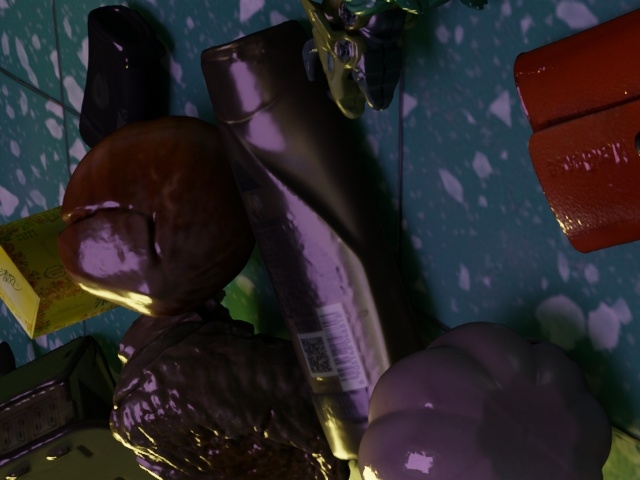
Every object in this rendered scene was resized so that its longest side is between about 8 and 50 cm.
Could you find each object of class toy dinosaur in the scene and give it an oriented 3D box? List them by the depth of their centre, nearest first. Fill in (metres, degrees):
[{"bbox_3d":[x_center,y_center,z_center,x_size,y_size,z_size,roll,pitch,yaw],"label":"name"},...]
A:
[{"bbox_3d":[0.026,-0.221,1.135,0.153,0.094,0.259,-12,91,52],"label":"toy dinosaur"}]

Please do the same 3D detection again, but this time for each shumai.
[{"bbox_3d":[-0.074,0.120,1.440,0.184,0.218,0.185,101,171,-46],"label":"shumai"}]

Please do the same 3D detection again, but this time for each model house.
[{"bbox_3d":[-0.288,0.181,1.763,0.205,0.218,0.279,54,-164,-45],"label":"model house"}]

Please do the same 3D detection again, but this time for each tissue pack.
[{"bbox_3d":[-0.215,0.014,1.511,0.095,0.176,0.062,49,141,27],"label":"tissue pack"}]

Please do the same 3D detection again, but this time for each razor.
[{"bbox_3d":[-0.183,-0.141,1.485,0.090,0.054,0.148,41,137,33],"label":"razor"}]

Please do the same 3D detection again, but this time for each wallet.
[{"bbox_3d":[0.209,-0.073,1.001,0.204,0.045,0.142,-16,96,56],"label":"wallet"}]

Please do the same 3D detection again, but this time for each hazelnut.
[{"bbox_3d":[-0.134,-0.012,1.401,0.182,0.182,0.182,31,132,41],"label":"hazelnut"}]

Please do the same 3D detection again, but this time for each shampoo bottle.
[{"bbox_3d":[0.000,0.000,1.294,0.125,0.084,0.350,-15,96,53],"label":"shampoo bottle"}]

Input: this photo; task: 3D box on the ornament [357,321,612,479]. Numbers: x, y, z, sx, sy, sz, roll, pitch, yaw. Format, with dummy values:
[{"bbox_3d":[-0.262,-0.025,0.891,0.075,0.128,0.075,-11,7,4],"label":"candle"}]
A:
[{"bbox_3d":[0.113,0.149,1.153,0.177,0.177,0.177,31,132,41],"label":"ornament"}]
